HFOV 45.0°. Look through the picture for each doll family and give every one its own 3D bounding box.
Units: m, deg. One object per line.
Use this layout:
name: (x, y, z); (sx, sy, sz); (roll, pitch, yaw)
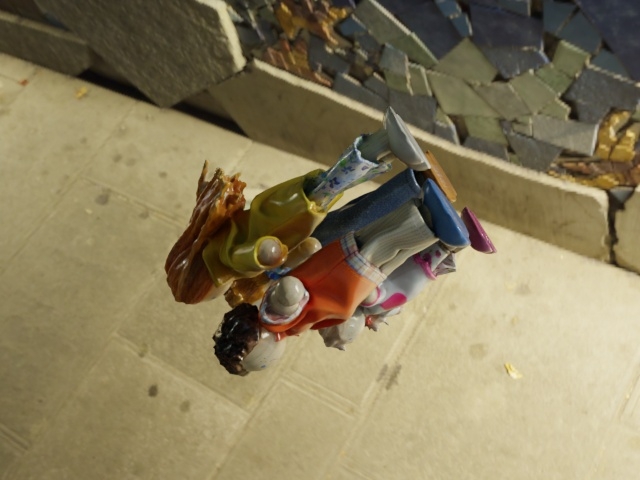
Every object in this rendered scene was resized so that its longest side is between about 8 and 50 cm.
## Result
doll family: (0.000, 0.000, 0.467); (0.163, 0.263, 0.118); (-33, 78, 13)
